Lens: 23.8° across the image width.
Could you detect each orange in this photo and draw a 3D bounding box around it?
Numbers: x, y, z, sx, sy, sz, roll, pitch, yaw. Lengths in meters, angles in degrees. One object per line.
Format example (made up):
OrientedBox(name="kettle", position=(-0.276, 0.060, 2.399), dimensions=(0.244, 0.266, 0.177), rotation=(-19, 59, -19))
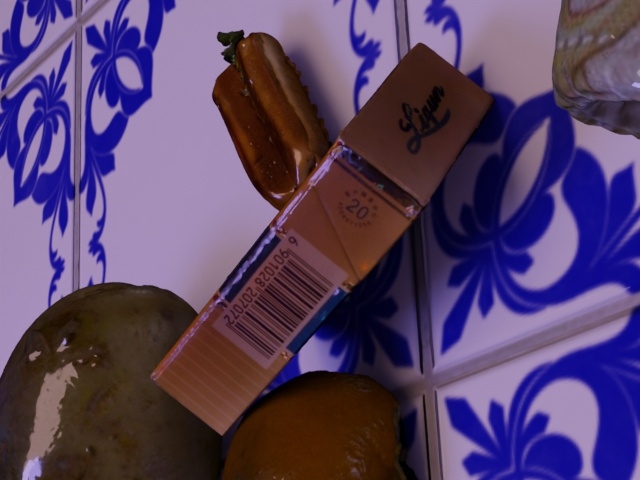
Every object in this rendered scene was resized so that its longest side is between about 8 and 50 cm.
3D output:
OrientedBox(name="orange", position=(-0.008, 0.161, 0.964), dimensions=(0.170, 0.112, 0.160), rotation=(23, 99, 44))

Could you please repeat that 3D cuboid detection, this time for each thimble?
OrientedBox(name="thimble", position=(0.189, -0.118, 0.704), dimensions=(0.190, 0.137, 0.144), rotation=(-160, 85, -80))

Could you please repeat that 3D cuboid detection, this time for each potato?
OrientedBox(name="potato", position=(-0.172, 0.176, 1.138), dimensions=(0.210, 0.173, 0.307), rotation=(39, 115, 56))

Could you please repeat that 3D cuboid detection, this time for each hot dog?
OrientedBox(name="hot dog", position=(-0.032, -0.088, 1.115), dimensions=(0.072, 0.055, 0.188), rotation=(-53, 40, 28))

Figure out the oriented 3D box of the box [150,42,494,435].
OrientedBox(name="box", position=(-0.001, 0.000, 0.960), dimensions=(0.237, 0.070, 0.152), rotation=(-48, 3, 35))
